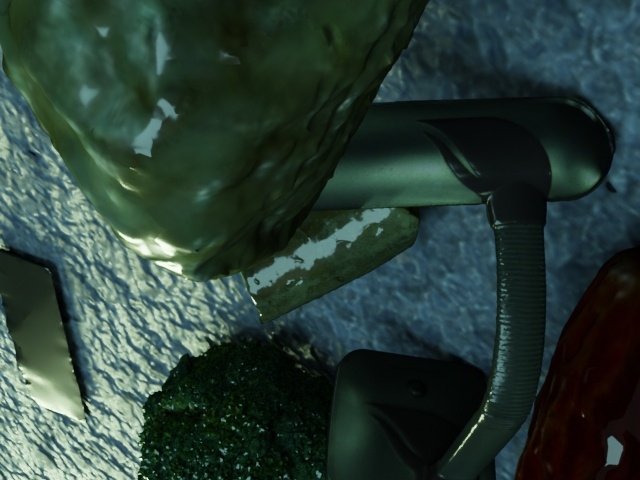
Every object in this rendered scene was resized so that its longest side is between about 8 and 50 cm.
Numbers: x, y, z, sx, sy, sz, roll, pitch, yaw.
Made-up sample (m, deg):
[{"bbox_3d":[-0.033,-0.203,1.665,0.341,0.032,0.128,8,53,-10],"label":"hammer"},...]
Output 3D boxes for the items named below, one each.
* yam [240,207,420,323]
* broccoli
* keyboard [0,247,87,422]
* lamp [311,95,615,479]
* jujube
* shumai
[{"bbox_3d":[0.000,0.000,0.717,0.147,0.069,0.069,-29,106,18],"label":"yam"},{"bbox_3d":[-0.066,0.166,0.838,0.195,0.195,0.156,19,170,22],"label":"broccoli"},{"bbox_3d":[-0.261,0.091,1.018,0.074,0.015,0.196,14,131,21],"label":"keyboard"},{"bbox_3d":[0.042,0.053,0.647,0.203,0.124,0.283,7,134,-6],"label":"lamp"},{"bbox_3d":[0.205,0.127,0.621,0.190,0.190,0.255,10,111,29],"label":"jujube"},{"bbox_3d":[-0.081,-0.168,0.457,0.289,0.329,0.292,29,151,-1],"label":"shumai"}]
